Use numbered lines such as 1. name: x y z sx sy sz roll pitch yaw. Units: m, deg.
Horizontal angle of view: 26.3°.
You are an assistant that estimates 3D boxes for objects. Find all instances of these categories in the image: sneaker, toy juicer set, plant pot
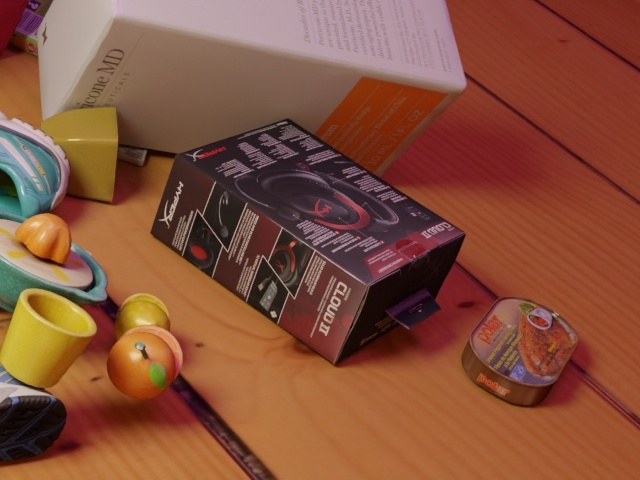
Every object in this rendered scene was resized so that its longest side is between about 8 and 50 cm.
1. sneaker: -0.394 -0.099 1.407 0.275 0.107 0.110 21 38 -2
2. toy juicer set: -0.230 0.026 1.260 0.209 0.089 0.329 19 18 -39
3. sneaker: -0.312 0.135 1.095 0.211 0.080 0.081 9 23 -42
4. plant pot: -0.269 -0.098 1.514 0.083 0.081 0.081 3 32 -12

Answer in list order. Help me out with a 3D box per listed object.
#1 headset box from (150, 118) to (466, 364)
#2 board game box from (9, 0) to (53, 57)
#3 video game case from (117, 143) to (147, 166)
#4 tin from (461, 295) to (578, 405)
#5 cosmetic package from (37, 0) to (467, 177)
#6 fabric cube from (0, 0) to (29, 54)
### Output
1. headset box: 0.000 0.000 1.496 0.293 0.110 0.218 34 31 20
2. board game box: -0.264 -0.252 1.768 0.259 0.039 0.124 25 59 10
3. video game case: -0.265 -0.129 1.637 0.122 0.011 0.087 17 29 -9
4. tin: 0.221 0.121 1.524 0.106 0.040 0.190 33 30 11
5. cosmetic package: -0.082 -0.216 1.632 0.453 0.230 0.161 7 57 -28
6. fabric cube: -0.485 -0.366 1.580 0.254 0.259 0.258 36 24 11
